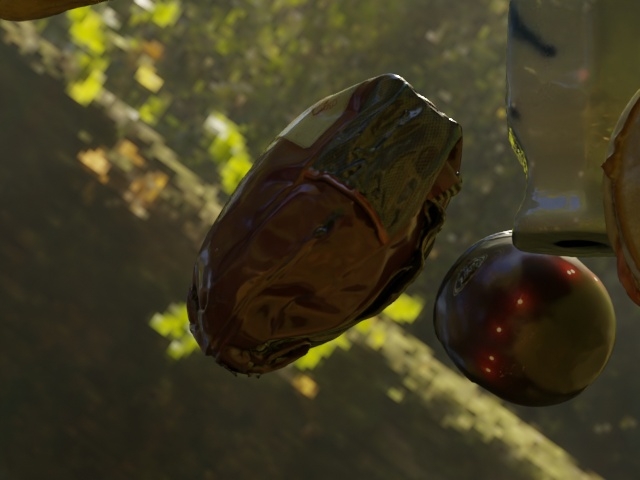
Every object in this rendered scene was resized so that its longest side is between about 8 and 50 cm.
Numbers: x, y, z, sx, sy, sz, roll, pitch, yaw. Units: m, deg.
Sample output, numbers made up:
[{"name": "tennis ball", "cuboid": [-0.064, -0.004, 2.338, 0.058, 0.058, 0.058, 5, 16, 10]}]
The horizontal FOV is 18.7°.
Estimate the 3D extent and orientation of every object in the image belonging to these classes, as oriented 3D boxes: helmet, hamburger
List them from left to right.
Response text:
[{"name": "helmet", "cuboid": [0.238, 0.093, 2.248, 0.189, 0.216, 0.193, -53, 11, 1]}, {"name": "hamburger", "cuboid": [0.323, -0.039, 1.537, 0.237, 0.237, 0.147, -51, 17, -21]}]

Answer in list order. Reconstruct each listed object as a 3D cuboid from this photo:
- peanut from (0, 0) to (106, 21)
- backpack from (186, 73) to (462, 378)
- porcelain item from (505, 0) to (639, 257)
[{"name": "peanut", "cuboid": [-0.235, -0.257, 1.660, 0.224, 0.129, 0.129, -12, 3, 17]}, {"name": "backpack", "cuboid": [0.000, 0.000, 1.909, 0.317, 0.197, 0.283, -52, -1, -8]}, {"name": "porcelain item", "cuboid": [0.292, -0.192, 2.115, 0.242, 0.179, 0.405, 58, -144, -79]}]
